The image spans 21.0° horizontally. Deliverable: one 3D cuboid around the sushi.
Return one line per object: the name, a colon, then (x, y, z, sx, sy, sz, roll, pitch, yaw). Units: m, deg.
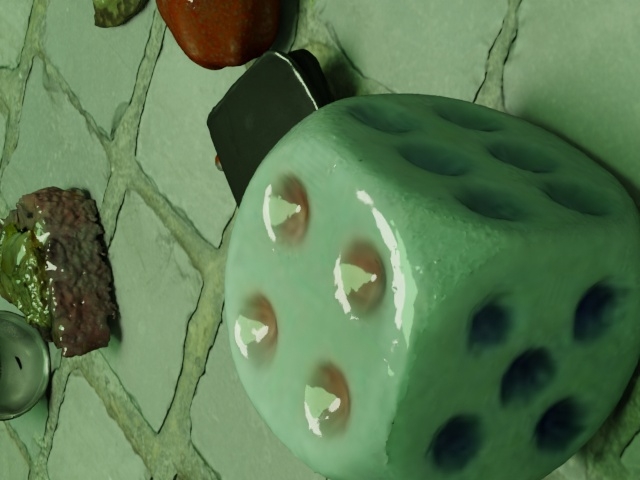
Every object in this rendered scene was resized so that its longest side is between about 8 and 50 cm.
sushi: (-0.347, 0.052, 2.213, 0.161, 0.107, 0.241, -37, 63, 54)

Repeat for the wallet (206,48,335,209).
wallet: (0.000, 0.000, 1.737, 0.197, 0.051, 0.377, -39, 69, 50)

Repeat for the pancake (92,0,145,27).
pancake: (-0.260, -0.374, 2.113, 0.212, 0.029, 0.235, -50, 54, 44)

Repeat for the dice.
dice: (0.094, 0.042, 1.440, 0.268, 0.265, 0.262, 42, 125, 46)

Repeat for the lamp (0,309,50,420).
lamp: (-0.494, 0.178, 2.375, 0.227, 0.172, 0.147, -11, 86, 53)

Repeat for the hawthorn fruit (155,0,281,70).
hawthorn fruit: (-0.101, -0.247, 1.822, 0.133, 0.133, 0.138, 22, 127, 52)

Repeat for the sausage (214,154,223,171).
sausage: (-0.061, -0.093, 1.858, 0.198, 0.025, 0.028, -6, 119, 56)
